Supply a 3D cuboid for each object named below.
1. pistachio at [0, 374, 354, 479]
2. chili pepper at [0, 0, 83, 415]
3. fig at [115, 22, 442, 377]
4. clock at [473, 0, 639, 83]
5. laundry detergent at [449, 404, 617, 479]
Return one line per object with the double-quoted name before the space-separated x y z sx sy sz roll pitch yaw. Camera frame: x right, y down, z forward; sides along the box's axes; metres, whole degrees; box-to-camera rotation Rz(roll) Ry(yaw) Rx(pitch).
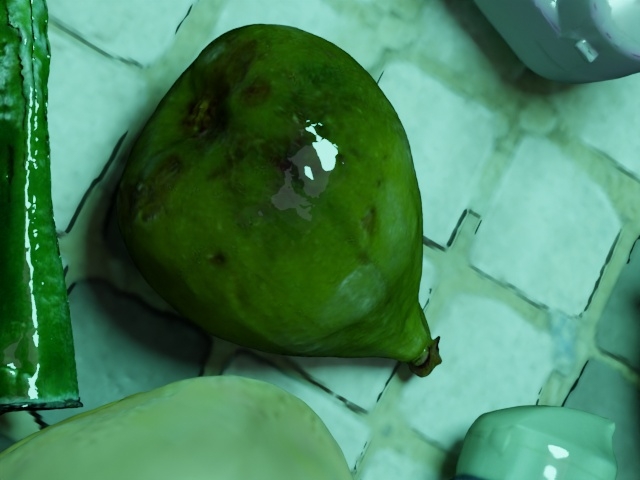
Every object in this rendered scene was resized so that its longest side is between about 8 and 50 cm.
"pistachio" -0.081 0.205 0.635 0.230 0.230 0.309 19 74 -21
"chili pepper" -0.147 -0.037 0.706 0.088 0.059 0.227 -3 83 4
"fig" 0.007 -0.005 0.730 0.185 0.126 0.133 31 65 -15
"clock" 0.147 -0.267 0.796 0.322 0.113 0.295 -45 104 -18
"laundry detergent" 0.054 0.205 0.766 0.143 0.094 0.290 26 77 -14
